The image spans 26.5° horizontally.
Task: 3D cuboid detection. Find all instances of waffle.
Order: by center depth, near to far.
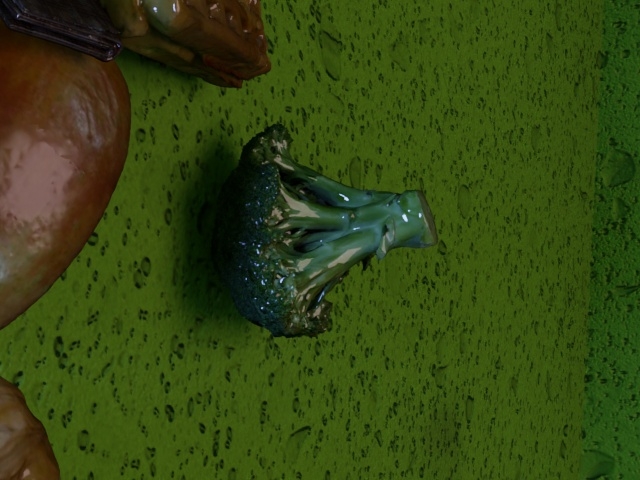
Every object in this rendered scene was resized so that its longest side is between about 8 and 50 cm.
[{"bbox_3d":[-0.144,-0.293,1.451,0.327,0.098,0.224,10,72,-74],"label":"waffle"}]

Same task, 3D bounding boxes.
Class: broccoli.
[{"bbox_3d":[0.000,0.000,1.589,0.254,0.269,0.269,65,33,-45],"label":"broccoli"}]

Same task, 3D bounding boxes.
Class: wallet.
[{"bbox_3d":[-0.268,-0.240,1.166,0.124,0.042,0.230,9,36,-53],"label":"wallet"}]

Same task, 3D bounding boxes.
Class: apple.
[{"bbox_3d":[-0.297,-0.080,1.164,0.179,0.254,0.346,122,-16,-59],"label":"apple"}]

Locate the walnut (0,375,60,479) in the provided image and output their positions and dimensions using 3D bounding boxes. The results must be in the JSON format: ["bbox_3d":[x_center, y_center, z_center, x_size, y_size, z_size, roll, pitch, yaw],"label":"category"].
[{"bbox_3d":[-0.309,0.194,1.043,0.221,0.195,0.195,-22,107,-61],"label":"walnut"}]
